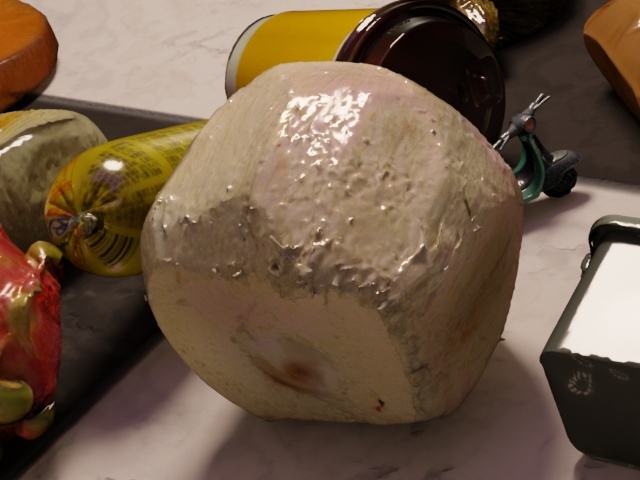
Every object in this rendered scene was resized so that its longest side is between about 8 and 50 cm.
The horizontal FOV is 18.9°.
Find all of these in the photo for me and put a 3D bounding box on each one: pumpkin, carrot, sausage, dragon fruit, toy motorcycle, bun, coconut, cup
[{"bbox_3d":[0.188,-0.277,2.047,0.126,0.131,0.248,0,37,23],"label":"pumpkin"},{"bbox_3d":[-0.459,-0.204,2.247,0.307,0.100,0.258,-18,35,-8],"label":"carrot"},{"bbox_3d":[-0.129,-0.043,1.751,0.123,0.123,0.347,4,11,29],"label":"sausage"},{"bbox_3d":[-0.349,0.092,1.652,0.307,0.243,0.227,-35,34,53],"label":"dragon fruit"},{"bbox_3d":[0.156,-0.060,1.750,0.173,0.100,0.058,-21,32,-7],"label":"toy motorcycle"},{"bbox_3d":[-0.321,-0.036,1.879,0.244,0.153,0.244,-19,12,4],"label":"bun"},{"bbox_3d":[0.337,-0.173,1.825,0.136,0.120,0.241,-25,32,6],"label":"sausage"},{"bbox_3d":[0.020,0.000,1.541,0.297,0.297,0.254,9,53,34],"label":"coconut"},{"bbox_3d":[0.034,-0.145,1.866,0.196,0.196,0.279,-34,29,-26],"label":"cup"}]

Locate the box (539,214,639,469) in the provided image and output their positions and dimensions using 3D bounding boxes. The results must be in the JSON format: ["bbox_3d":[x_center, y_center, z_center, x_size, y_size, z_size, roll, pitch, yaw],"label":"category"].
[{"bbox_3d":[0.285,0.092,1.414,0.243,0.163,0.135,11,50,35],"label":"box"}]
